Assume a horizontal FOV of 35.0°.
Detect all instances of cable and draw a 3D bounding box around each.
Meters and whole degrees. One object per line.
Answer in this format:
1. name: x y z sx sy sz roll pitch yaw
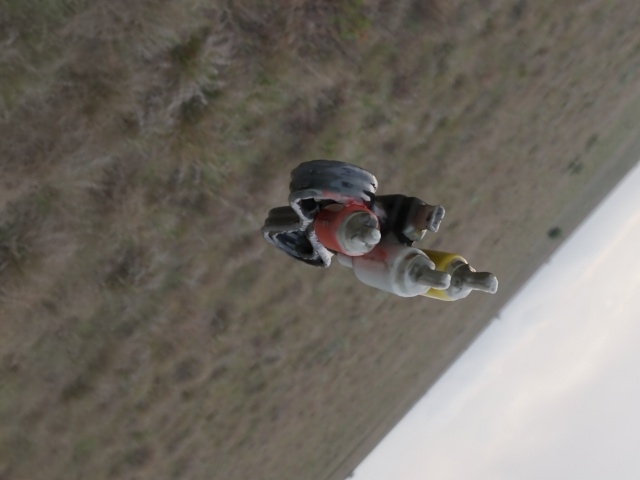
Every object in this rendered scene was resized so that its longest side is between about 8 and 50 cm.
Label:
1. cable: 0.000 0.000 0.753 0.287 0.139 0.072 -5 -118 62
